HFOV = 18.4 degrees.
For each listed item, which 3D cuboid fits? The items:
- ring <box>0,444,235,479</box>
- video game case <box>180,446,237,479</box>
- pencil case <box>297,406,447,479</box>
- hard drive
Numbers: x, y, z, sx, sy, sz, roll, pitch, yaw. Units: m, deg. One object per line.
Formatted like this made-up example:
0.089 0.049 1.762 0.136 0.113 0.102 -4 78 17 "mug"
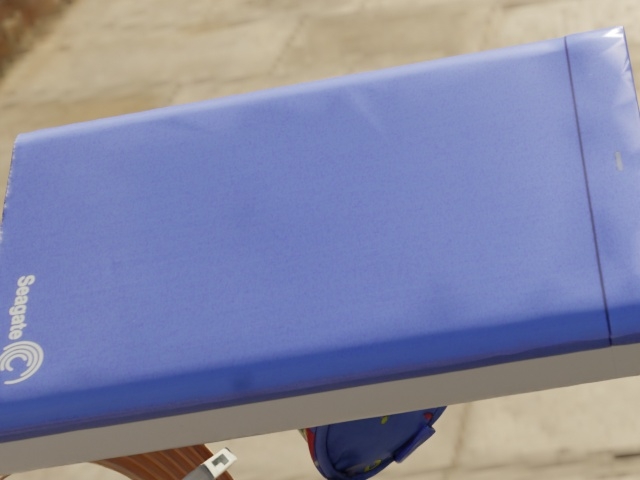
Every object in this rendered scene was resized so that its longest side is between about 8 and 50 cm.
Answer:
-0.160 0.254 1.308 0.032 0.336 0.336 -28 8 45 "ring"
-0.082 0.138 0.981 0.087 0.011 0.122 -41 -4 1 "video game case"
-0.026 0.043 1.357 0.119 0.133 0.306 -38 47 -9 "pencil case"
0.000 0.000 0.947 0.319 0.040 0.210 -10 43 9 "hard drive"
